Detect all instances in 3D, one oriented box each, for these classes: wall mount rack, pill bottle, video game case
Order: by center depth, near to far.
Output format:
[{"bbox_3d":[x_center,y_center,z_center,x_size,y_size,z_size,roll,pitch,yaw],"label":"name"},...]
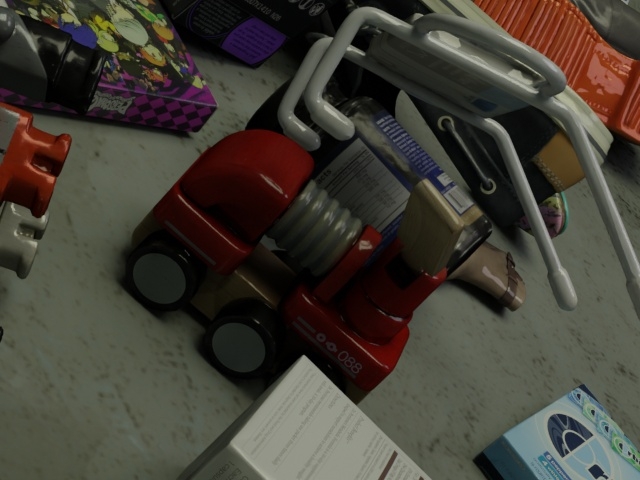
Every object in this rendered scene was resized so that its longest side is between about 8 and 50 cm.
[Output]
[{"bbox_3d":[0.123,-0.063,1.176,0.304,0.130,0.350,28,-2,-7],"label":"wall mount rack"},{"bbox_3d":[-0.220,-0.191,1.291,0.232,0.042,0.210,6,46,-48],"label":"video game case"},{"bbox_3d":[0.039,-0.049,1.352,0.219,0.123,0.123,48,30,6],"label":"pill bottle"}]

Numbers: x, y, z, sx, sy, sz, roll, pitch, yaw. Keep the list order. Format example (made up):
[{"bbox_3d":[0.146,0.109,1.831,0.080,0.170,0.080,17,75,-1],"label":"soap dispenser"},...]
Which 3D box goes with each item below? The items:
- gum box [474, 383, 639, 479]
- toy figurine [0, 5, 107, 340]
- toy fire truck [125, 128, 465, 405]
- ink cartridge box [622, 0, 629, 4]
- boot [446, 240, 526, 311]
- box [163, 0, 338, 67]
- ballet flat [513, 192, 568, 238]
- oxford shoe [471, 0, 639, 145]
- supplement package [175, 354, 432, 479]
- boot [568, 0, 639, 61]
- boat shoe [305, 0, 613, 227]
[{"bbox_3d":[0.235,0.219,1.340,0.157,0.041,0.184,52,30,14],"label":"gum box"},{"bbox_3d":[-0.236,-0.040,0.923,0.148,0.213,0.209,20,31,-9],"label":"toy figurine"},{"bbox_3d":[0.000,0.000,1.116,0.217,0.246,0.158,42,29,-5],"label":"toy fire truck"},{"bbox_3d":[0.412,-0.455,2.400,0.208,0.045,0.206,44,30,-3],"label":"ink cartridge box"},{"bbox_3d":[0.163,0.036,1.482,0.087,0.042,0.118,45,30,-3],"label":"boot"},{"bbox_3d":[-0.106,-0.328,1.472,0.165,0.143,0.270,23,32,-60],"label":"box"},{"bbox_3d":[0.200,-0.079,1.653,0.079,0.077,0.221,8,38,-20],"label":"ballet flat"},{"bbox_3d":[0.313,-0.218,1.946,0.363,0.130,0.133,32,-1,-9],"label":"oxford shoe"},{"bbox_3d":[0.015,0.221,0.966,0.244,0.139,0.134,44,28,0],"label":"supplement package"},{"bbox_3d":[0.355,-0.291,2.074,0.222,0.118,0.338,6,34,-43],"label":"boot"},{"bbox_3d":[0.073,-0.202,1.548,0.500,0.156,0.187,45,6,24],"label":"boat shoe"}]
